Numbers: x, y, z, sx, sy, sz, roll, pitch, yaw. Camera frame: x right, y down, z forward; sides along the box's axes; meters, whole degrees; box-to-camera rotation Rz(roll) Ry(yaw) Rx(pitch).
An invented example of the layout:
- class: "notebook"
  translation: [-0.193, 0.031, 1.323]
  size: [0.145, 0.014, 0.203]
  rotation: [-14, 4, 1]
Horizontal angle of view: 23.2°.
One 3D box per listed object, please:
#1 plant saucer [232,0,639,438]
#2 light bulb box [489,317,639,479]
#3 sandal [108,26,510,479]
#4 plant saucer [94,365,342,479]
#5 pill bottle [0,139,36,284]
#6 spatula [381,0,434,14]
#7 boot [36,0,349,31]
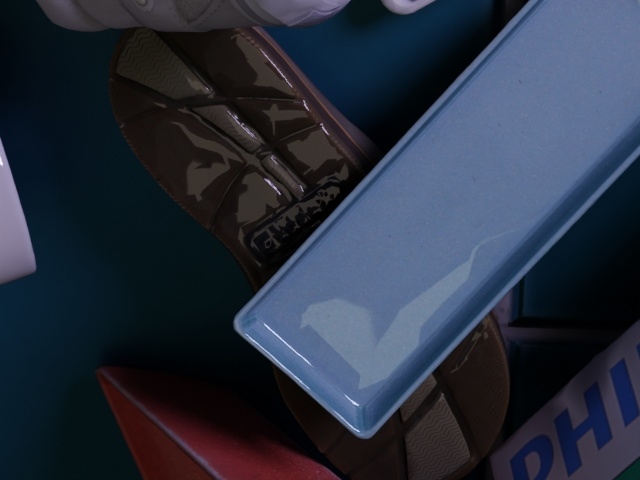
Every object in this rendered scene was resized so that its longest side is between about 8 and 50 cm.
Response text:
- class: "plant saucer"
  translation: [0.056, -0.020, 0.549]
  size: [0.067, 0.018, 0.192]
  rotation: [42, 95, -11]
- class: "light bulb box"
  translation: [0.267, 0.128, 0.441]
  size: [0.225, 0.361, 0.358]
  rotation: [21, 127, -27]
- class: "sandal"
  translation: [0.000, 0.000, 0.599]
  size: [0.090, 0.060, 0.219]
  rotation: [-33, 102, 20]
- class: "plant saucer"
  translation: [0.022, 0.186, 0.647]
  size: [0.047, 0.259, 0.258]
  rotation: [-32, 125, -21]
- class: "pill bottle"
  translation: [-0.214, 0.002, 0.555]
  size: [0.208, 0.117, 0.118]
  rotation: [-17, 125, -12]
- class: "spatula"
  translation: [0.086, -0.179, 0.478]
  size: [0.242, 0.019, 0.168]
  rotation: [-24, 116, 27]
- class: "boot"
  translation: [-0.073, -0.181, 0.455]
  size: [0.123, 0.095, 0.258]
  rotation: [-2, 112, 31]
